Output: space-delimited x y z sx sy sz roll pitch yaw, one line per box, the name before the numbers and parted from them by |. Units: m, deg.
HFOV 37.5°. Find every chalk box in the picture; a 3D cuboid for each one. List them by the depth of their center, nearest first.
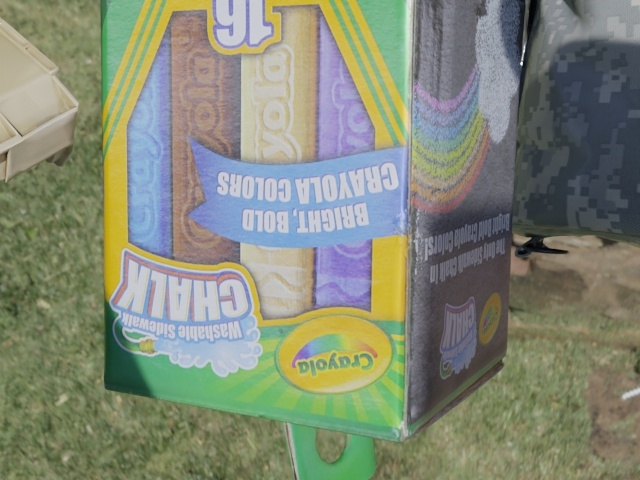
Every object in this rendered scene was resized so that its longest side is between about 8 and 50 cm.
chalk box | 0.000 0.000 0.389 0.132 0.132 0.213 6 97 26

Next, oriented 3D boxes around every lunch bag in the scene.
lunch bag | 0.239 -0.132 0.558 0.256 0.212 0.305 5 95 19

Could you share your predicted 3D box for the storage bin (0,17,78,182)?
storage bin | -0.384 -0.106 0.783 0.260 0.123 0.262 40 50 11
